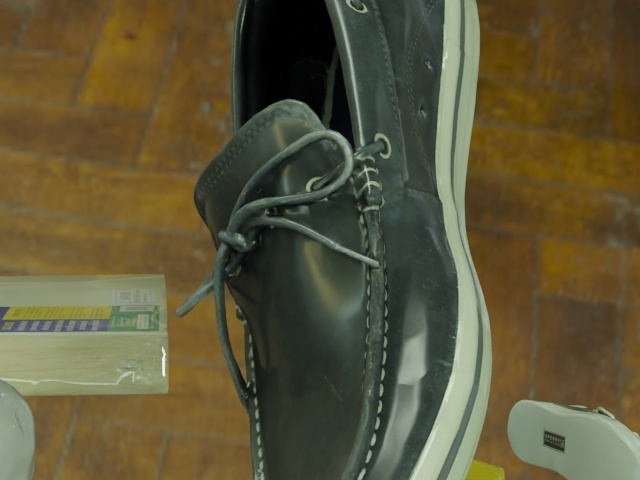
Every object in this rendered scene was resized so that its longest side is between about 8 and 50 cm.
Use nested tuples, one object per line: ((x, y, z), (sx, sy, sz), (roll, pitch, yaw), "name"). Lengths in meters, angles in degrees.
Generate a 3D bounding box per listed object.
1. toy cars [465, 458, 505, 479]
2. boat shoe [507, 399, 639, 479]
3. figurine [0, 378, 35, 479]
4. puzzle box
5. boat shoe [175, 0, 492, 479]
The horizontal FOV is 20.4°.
((0.010, 0.238, 1.266), (0.393, 0.087, 0.176), (-18, 48, -34), "toy cars")
((0.249, 0.184, 1.579), (0.070, 0.078, 0.219), (1, 10, -23), "boat shoe")
((-0.155, 0.041, 0.564), (0.092, 0.209, 0.215), (-14, 14, 9), "figurine")
((-0.271, 0.078, 1.576), (0.272, 0.052, 0.409), (0, 6, -5), "puzzle box")
((0.000, 0.000, 1.072), (0.156, 0.187, 0.500), (24, 49, -25), "boat shoe")
